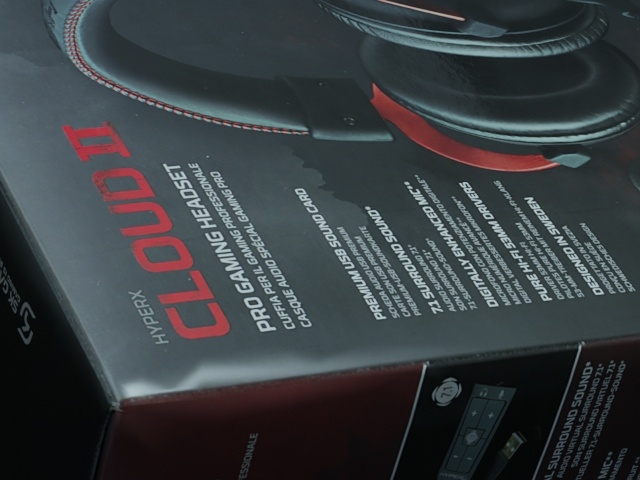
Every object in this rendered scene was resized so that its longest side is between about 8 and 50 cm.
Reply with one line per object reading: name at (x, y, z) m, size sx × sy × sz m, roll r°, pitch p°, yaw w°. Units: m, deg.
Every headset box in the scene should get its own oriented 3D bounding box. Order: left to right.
headset box at (0.000, 0.000, 0.565) m, size 0.293 × 0.110 × 0.218 m, roll -4°, pitch 40°, yaw -28°
